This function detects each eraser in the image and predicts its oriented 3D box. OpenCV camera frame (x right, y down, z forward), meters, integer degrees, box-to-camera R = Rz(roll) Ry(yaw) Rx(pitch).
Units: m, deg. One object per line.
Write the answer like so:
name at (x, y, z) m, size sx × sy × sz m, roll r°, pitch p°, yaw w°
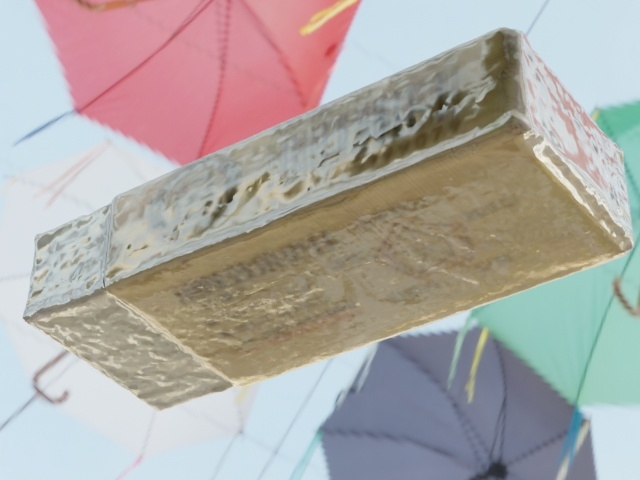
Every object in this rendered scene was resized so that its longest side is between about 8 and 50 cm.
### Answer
eraser at (0.000, 0.000, 1.009) m, size 0.343 × 0.078 × 0.144 m, roll -21°, pitch -41°, yaw 26°
